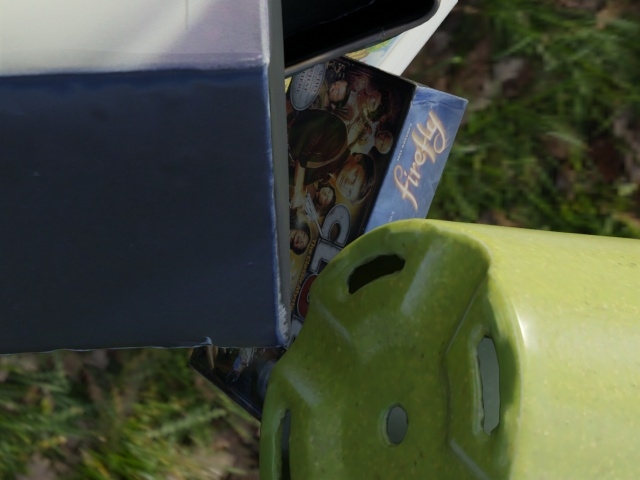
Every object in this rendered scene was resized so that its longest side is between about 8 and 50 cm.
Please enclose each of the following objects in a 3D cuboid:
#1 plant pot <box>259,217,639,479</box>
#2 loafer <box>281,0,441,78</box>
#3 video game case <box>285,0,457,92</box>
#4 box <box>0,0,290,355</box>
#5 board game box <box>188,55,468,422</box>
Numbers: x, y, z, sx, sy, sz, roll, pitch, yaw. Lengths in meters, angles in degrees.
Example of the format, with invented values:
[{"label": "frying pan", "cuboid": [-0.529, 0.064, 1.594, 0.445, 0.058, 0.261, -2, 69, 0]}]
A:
[{"label": "plant pot", "cuboid": [0.121, 0.102, 0.831, 0.254, 0.276, 0.276, 13, 88, -35]}, {"label": "loafer", "cuboid": [-0.056, -0.122, 1.029, 0.267, 0.084, 0.096, -23, 131, -18]}, {"label": "video game case", "cuboid": [0.001, -0.151, 1.576, 0.023, 0.193, 0.212, 63, 36, -21]}, {"label": "box", "cuboid": [-0.164, -0.116, 0.742, 0.294, 0.182, 0.296, -2, 52, -2]}, {"label": "board game box", "cuboid": [0.000, 0.000, 1.197, 0.042, 0.165, 0.243, 16, 96, -31]}]
